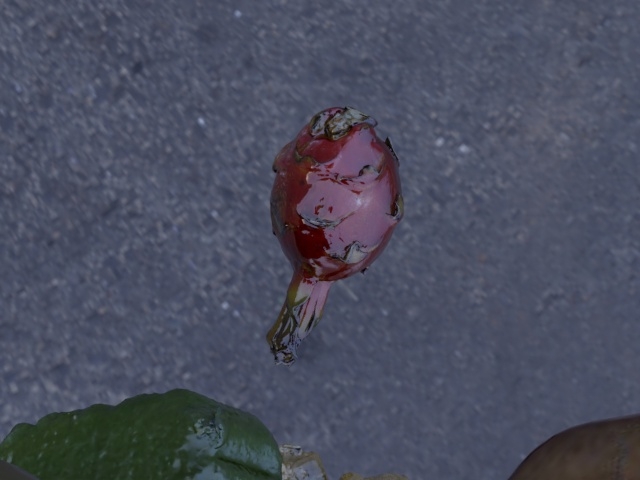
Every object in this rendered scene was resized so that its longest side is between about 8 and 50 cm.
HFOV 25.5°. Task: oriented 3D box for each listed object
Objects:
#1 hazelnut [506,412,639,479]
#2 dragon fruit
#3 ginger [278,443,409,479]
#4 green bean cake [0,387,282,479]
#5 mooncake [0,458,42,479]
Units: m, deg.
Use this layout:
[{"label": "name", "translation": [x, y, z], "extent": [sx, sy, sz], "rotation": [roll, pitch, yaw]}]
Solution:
[{"label": "hazelnut", "translation": [0.203, 0.184, 0.799], "extent": [0.214, 0.214, 0.176], "rotation": [15, 86, -36]}, {"label": "dragon fruit", "translation": [0.000, 0.000, 1.277], "extent": [0.125, 0.125, 0.246], "rotation": [12, 97, -40]}, {"label": "ginger", "translation": [0.063, 0.362, 1.594], "extent": [0.148, 0.081, 0.334], "rotation": [-26, 89, -21]}, {"label": "green bean cake", "translation": [-0.155, 0.270, 1.211], "extent": [0.247, 0.250, 0.156], "rotation": [-14, 154, 24]}, {"label": "mooncake", "translation": [-0.248, 0.307, 0.568], "extent": [0.467, 0.467, 0.262], "rotation": [-14, 157, -22]}]
